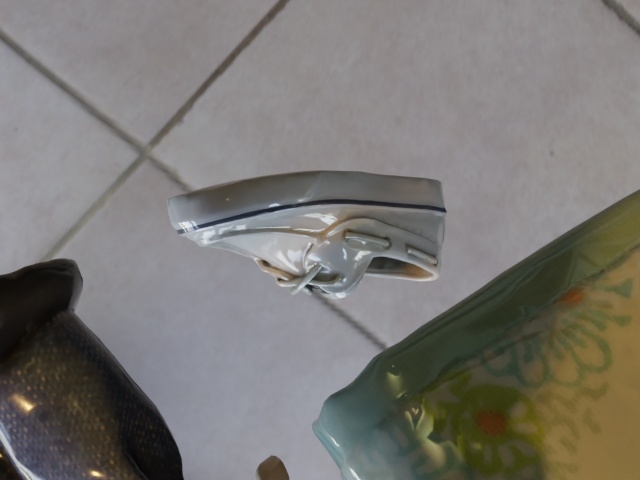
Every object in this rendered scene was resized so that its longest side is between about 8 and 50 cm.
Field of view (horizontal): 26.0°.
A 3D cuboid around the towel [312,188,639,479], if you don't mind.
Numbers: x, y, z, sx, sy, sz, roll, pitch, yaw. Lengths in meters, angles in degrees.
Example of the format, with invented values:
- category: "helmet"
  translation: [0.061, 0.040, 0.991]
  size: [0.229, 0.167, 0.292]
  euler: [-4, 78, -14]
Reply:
- category: "towel"
  translation: [0.233, 0.112, 0.660]
  size: [0.374, 0.320, 0.090]
  euler: [-31, 154, -15]

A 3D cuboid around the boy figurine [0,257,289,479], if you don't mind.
- category: "boy figurine"
  translation: [-0.059, 0.153, 0.475]
  size: [0.177, 0.092, 0.285]
  euler: [-35, 84, 23]

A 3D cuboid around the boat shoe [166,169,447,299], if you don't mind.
- category: "boat shoe"
  translation: [0.000, 0.000, 1.010]
  size: [0.096, 0.267, 0.088]
  euler: [-11, 83, 36]
